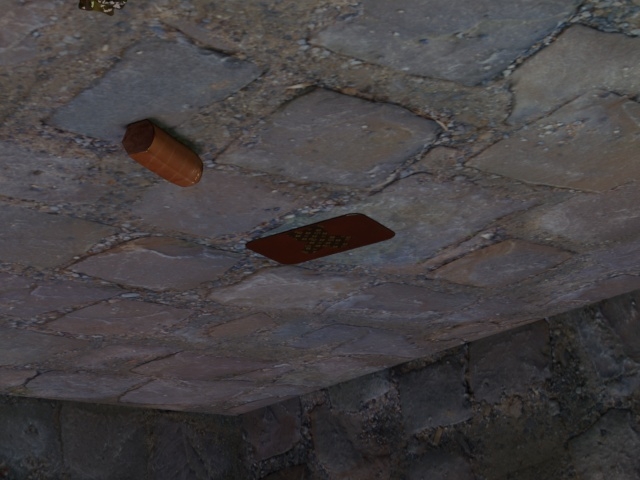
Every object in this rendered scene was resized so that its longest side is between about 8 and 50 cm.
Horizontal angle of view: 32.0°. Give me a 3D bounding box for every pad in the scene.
[{"bbox_3d":[0.000,0.000,2.203,0.267,0.004,0.181,-16,158,27],"label":"pad"}]

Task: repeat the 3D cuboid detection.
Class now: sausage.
[{"bbox_3d":[-0.233,-0.126,1.716,0.065,0.065,0.169,-14,156,23],"label":"sausage"}]

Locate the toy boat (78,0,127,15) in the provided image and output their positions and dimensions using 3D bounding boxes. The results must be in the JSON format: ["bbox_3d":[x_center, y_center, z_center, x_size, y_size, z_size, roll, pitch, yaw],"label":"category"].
[{"bbox_3d":[-0.167,-0.316,1.125,0.089,0.122,0.321,2,159,-35],"label":"toy boat"}]
